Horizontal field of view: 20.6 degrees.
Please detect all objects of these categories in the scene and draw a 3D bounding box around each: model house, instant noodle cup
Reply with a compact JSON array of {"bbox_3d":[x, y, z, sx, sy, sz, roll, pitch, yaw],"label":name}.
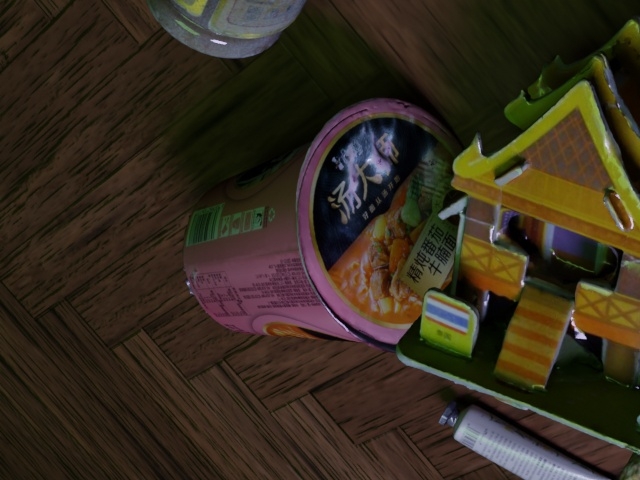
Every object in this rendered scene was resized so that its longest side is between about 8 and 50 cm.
[{"bbox_3d":[0.271,-0.006,1.465,0.358,0.242,0.312,23,133,24],"label":"model house"},{"bbox_3d":[0.000,0.000,1.711,0.255,0.244,0.244,-11,116,53],"label":"instant noodle cup"}]

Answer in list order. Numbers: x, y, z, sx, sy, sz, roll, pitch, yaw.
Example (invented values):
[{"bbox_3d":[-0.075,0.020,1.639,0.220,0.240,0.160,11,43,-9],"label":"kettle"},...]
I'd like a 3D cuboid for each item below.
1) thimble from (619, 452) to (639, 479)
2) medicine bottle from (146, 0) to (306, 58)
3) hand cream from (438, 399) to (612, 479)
[{"bbox_3d":[0.380,0.233,1.642,0.190,0.143,0.137,42,139,1],"label":"thimble"},{"bbox_3d":[-0.041,-0.308,1.516,0.151,0.151,0.322,39,139,5],"label":"medicine bottle"},{"bbox_3d":[0.216,0.226,1.851,0.194,0.042,0.067,29,129,9],"label":"hand cream"}]
